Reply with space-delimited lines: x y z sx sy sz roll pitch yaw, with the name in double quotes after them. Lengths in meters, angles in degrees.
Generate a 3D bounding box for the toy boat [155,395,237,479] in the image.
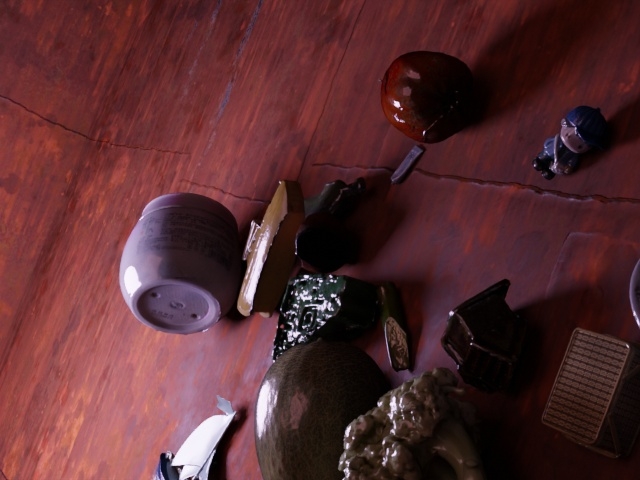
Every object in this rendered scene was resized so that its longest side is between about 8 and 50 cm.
-0.265 0.482 2.236 0.291 0.070 0.210 -45 40 26 "toy boat"

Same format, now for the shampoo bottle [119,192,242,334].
-0.313 0.052 2.385 0.273 0.273 0.266 -37 34 37 "shampoo bottle"

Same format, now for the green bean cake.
0.008 0.160 2.018 0.208 0.107 0.193 -1 68 53 "green bean cake"

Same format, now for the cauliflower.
0.148 0.352 1.561 0.281 0.260 0.326 -142 57 -61 "cauliflower"

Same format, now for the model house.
0.270 0.175 1.662 0.165 0.106 0.152 96 154 -47 "model house"

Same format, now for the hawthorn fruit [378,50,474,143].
0.186 -0.284 1.977 0.235 0.181 0.181 39 102 52 "hawthorn fruit"

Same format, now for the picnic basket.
0.393 0.211 1.462 0.115 0.079 0.164 17 85 57 "picnic basket"

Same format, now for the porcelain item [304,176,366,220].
0.021 -0.082 2.181 0.216 0.069 0.081 -31 43 43 "porcelain item"

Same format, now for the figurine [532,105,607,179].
0.409 -0.159 1.698 0.079 0.077 0.136 -47 0 -39 "figurine"

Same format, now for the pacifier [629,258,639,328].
0.478 0.126 1.308 0.233 0.244 0.299 105 165 -51 "pacifier"

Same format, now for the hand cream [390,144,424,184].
0.168 -0.148 2.063 0.093 0.019 0.030 -55 36 12 "hand cream"

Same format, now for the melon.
0.008 0.329 1.776 0.249 0.249 0.329 -10 77 52 "melon"

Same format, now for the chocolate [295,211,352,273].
0.000 0.000 2.115 0.124 0.127 0.133 -38 17 20 "chocolate"

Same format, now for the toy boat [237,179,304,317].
-0.105 0.018 2.204 0.121 0.089 0.321 54 132 52 "toy boat"

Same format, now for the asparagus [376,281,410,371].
0.132 0.156 1.903 0.045 0.041 0.178 -49 37 38 "asparagus"
